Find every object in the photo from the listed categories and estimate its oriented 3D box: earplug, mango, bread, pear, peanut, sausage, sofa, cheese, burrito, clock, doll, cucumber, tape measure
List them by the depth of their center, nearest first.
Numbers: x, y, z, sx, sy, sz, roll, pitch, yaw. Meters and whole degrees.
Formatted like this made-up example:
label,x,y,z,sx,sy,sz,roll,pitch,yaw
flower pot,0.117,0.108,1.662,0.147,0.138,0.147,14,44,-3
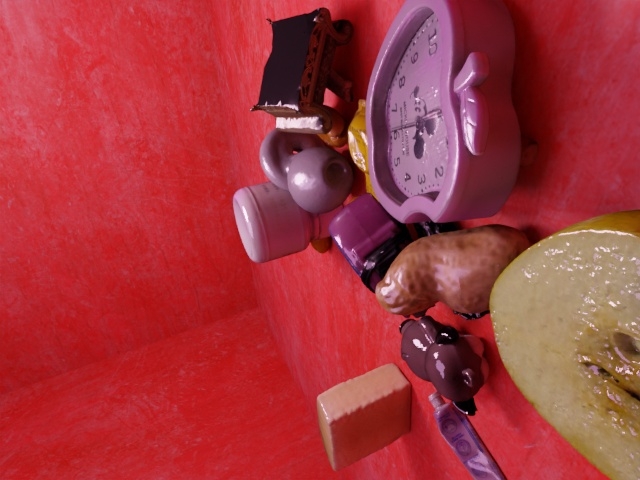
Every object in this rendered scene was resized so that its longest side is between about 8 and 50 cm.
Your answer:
label,x,y,z,sx,sy,sz,roll,pitch,yaw
pear,0.326,0.098,0.459,0.292,0.159,0.292,167,90,-72
sausage,0.261,-0.149,0.601,0.131,0.041,0.039,-128,34,-47
clock,0.175,-0.188,0.616,0.338,0.102,0.338,176,90,-76
peanut,0.208,0.052,0.654,0.122,0.253,0.137,39,-133,-45
cucumber,0.232,0.006,0.768,0.081,0.072,0.303,13,-128,-58
doll,0.251,0.245,0.850,0.257,0.117,0.182,0,110,71
tape measure,0.135,0.019,0.852,0.245,0.149,0.231,44,-167,-43
cheese,0.119,-0.184,0.928,0.177,0.069,0.270,-138,33,-58
sofa,-0.028,-0.387,0.953,0.200,0.182,0.258,18,98,44
burrito,0.032,-0.405,1.027,0.171,0.042,0.051,54,143,40
bread,0.025,-0.304,1.060,0.114,0.077,0.189,60,173,-36
earplug,-0.035,-0.213,1.134,0.325,0.214,0.175,48,151,34
cheese,0.129,0.518,1.195,0.124,0.265,0.242,-140,38,-57
mango,0.000,0.000,1.434,0.080,0.060,0.114,42,145,31

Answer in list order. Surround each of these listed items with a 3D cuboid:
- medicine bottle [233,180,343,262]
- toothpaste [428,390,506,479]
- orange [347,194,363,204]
label,x,y,z,sx,sy,sz,roll,pitch,yaw
medicine bottle,-0.101,-0.078,1.279,0.241,0.302,0.241,163,90,-72
toothpaste,0.344,0.478,0.900,0.075,0.048,0.301,-52,59,34
orange,0.105,-0.079,1.056,0.083,0.070,0.083,48,149,42
